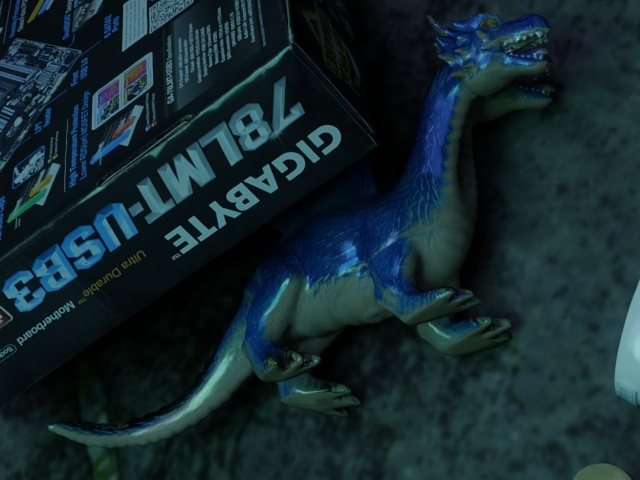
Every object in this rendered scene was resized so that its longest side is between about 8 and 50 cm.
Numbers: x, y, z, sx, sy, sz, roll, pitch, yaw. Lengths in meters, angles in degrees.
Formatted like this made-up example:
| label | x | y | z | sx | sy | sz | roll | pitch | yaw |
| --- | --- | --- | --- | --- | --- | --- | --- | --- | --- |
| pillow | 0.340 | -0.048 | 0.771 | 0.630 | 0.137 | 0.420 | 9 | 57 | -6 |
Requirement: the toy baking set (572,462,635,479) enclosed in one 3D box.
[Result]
| label | x | y | z | sx | sy | sz | roll | pitch | yaw |
| --- | --- | --- | --- | --- | --- | --- | --- | --- | --- |
| toy baking set | 0.178 | 0.174 | 0.608 | 0.197 | 0.030 | 0.256 | 8 | 78 | 29 |

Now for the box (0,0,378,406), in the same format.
| label | x | y | z | sx | sy | sz | roll | pitch | yaw |
| --- | --- | --- | --- | --- | --- | --- | --- | --- | --- |
| box | -0.120 | -0.064 | 0.805 | 0.293 | 0.073 | 0.295 | -35 | 31 | 17 |

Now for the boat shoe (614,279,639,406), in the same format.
| label | x | y | z | sx | sy | sz | roll | pitch | yaw |
| --- | --- | --- | --- | --- | --- | --- | --- | --- | --- |
| boat shoe | 0.182 | -0.011 | 0.673 | 0.063 | 0.066 | 0.184 | 19 | 79 | 21 |

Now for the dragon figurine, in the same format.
| label | x | y | z | sx | sy | sz | roll | pitch | yaw |
| --- | --- | --- | --- | --- | --- | --- | --- | --- | --- |
| dragon figurine | 0.000 | 0.000 | 0.763 | 0.289 | 0.085 | 0.144 | -27 | 59 | 19 |
